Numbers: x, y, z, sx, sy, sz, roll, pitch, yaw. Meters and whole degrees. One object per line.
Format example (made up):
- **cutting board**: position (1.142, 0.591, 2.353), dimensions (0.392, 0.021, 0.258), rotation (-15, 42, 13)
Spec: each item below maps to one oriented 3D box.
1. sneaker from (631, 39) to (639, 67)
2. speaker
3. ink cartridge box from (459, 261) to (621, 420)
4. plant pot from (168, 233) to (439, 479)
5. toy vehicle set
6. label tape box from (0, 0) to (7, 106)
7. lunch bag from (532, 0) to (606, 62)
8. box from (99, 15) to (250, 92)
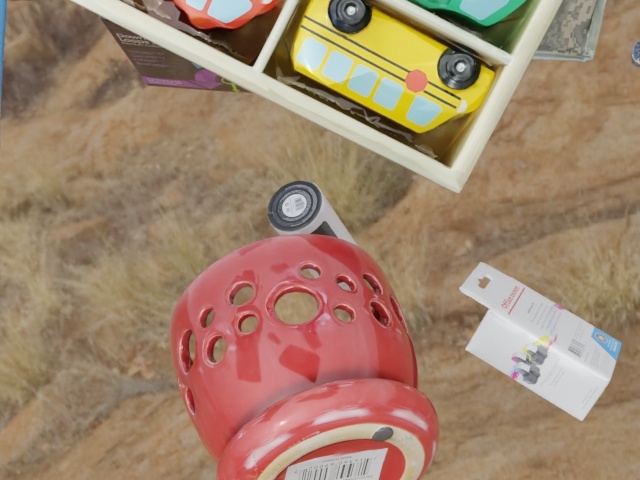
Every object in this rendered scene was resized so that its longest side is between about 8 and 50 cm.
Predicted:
- **sneaker**: position (0.494, -0.283, 1.323), dimensions (0.135, 0.058, 0.052), rotation (-23, 82, -1)
- **speaker**: position (0.000, 0.000, 0.898), dimensions (0.055, 0.136, 0.055), rotation (-10, 58, 17)
- **ink cartridge box**: position (0.230, 0.106, 1.038), dimensions (0.181, 0.061, 0.104), rotation (32, 27, 12)
- **plant pot**: position (-0.012, 0.120, 0.733), dimensions (0.191, 0.191, 0.174), rotation (-21, 47, -1)
- **toy vehicle set**: position (-0.028, -0.150, 0.354), dimensions (0.166, 0.267, 0.035), rotation (-64, 7, 5)
- **label tape box**: position (-0.335, -0.097, 0.458), dimensions (0.115, 0.348, 0.249), rotation (-18, 68, 40)
- **lunch bag**: position (0.120, -0.294, 0.966), dimensions (0.287, 0.169, 0.235), rotation (-1, 27, -26)
- **box**: position (-0.120, -0.175, 0.852), dimensions (0.116, 0.162, 0.029), rotation (5, 78, 6)
